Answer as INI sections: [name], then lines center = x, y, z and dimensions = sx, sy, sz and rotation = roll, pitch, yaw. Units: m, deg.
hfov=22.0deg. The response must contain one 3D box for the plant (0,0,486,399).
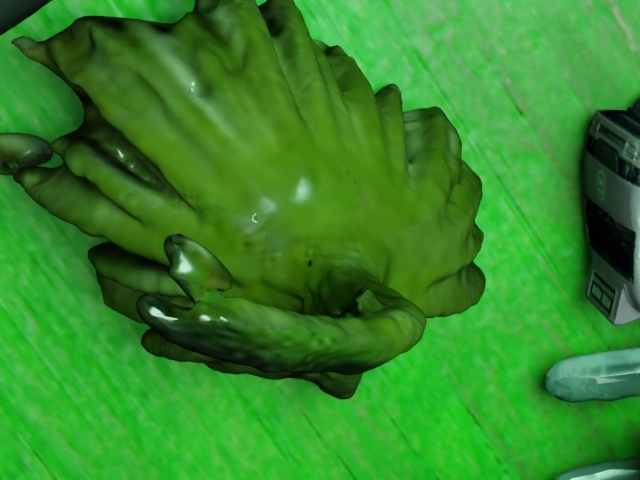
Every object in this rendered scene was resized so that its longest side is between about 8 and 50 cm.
[plant]
center = -0.015, 0.031, 0.669
dimensions = 0.251, 0.333, 0.180
rotation = 22, 114, -23

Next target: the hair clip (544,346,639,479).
[hair clip]
center = 0.225, 0.215, 0.758
dimensions = 0.392, 0.238, 0.318
rotation = -9, 108, -3

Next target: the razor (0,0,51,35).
[razor]
center = -0.109, -0.168, 0.597
dimensions = 0.204, 0.349, 0.113
rotation = -36, 110, 2

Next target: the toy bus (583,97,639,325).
[toy bus]
center = 0.226, -0.007, 0.797
dimensions = 0.199, 0.096, 0.108
rotation = 7, 106, -11
